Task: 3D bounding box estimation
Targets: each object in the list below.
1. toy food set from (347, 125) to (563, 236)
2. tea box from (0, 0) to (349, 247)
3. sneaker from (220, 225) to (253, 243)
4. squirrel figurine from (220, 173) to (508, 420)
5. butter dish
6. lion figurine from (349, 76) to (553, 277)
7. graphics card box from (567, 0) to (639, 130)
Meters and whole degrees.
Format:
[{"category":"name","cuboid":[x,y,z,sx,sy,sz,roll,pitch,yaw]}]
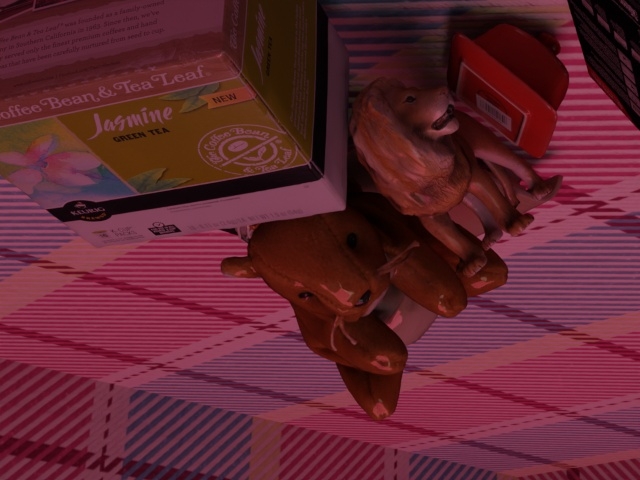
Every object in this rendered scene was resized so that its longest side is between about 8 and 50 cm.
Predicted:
[{"category":"toy food set","cuboid":[0.168,-0.100,1.684,0.306,0.092,0.220,22,154,-22]},{"category":"tea box","cuboid":[-0.173,-0.169,1.227,0.329,0.220,0.323,-9,151,21]},{"category":"sneaker","cuboid":[-0.054,-0.011,1.832,0.331,0.146,0.122,3,159,3]},{"category":"squirrel figurine","cuboid":[0.000,0.000,1.479,0.281,0.397,0.370,-44,153,12]},{"category":"butter dish","cuboid":[0.242,-0.201,1.384,0.160,0.118,0.160,41,169,13]},{"category":"lion figurine","cuboid":[0.157,-0.097,1.422,0.142,0.240,0.392,-43,177,13]},{"category":"graphics card box","cuboid":[0.349,-0.214,1.177,0.094,0.232,0.371,-37,149,5]}]
